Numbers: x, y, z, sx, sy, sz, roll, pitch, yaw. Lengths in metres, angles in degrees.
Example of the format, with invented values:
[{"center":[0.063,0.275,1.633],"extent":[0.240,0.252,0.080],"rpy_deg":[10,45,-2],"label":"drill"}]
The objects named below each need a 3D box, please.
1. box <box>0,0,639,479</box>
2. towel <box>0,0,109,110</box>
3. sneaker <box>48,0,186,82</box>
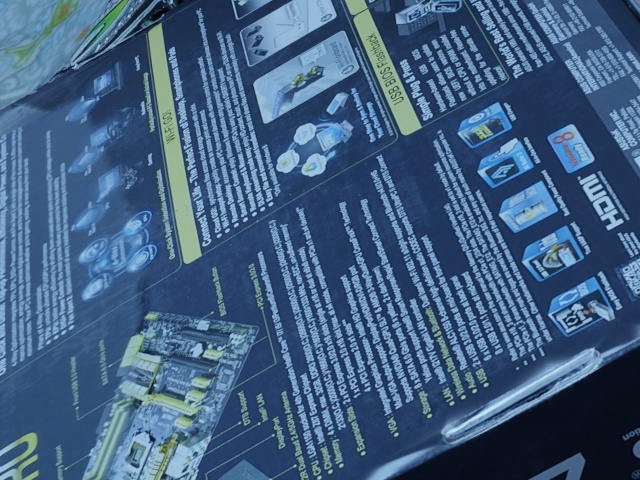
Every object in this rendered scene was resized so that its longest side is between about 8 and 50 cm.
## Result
[{"center":[0.000,0.000,0.660],"extent":[0.318,0.097,0.395],"rpy_deg":[-28,33,7],"label":"box"},{"center":[-0.155,-0.187,1.269],"extent":[0.374,0.090,0.320],"rpy_deg":[-33,34,20],"label":"towel"},{"center":[-0.105,-0.091,1.025],"extent":[0.343,0.134,0.146],"rpy_deg":[-55,4,3],"label":"sneaker"}]
